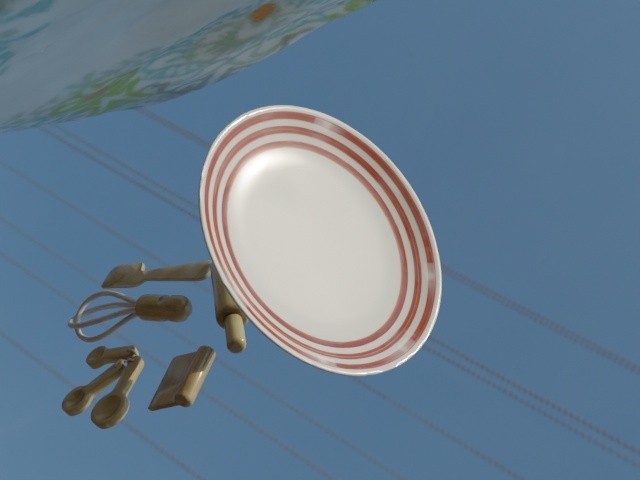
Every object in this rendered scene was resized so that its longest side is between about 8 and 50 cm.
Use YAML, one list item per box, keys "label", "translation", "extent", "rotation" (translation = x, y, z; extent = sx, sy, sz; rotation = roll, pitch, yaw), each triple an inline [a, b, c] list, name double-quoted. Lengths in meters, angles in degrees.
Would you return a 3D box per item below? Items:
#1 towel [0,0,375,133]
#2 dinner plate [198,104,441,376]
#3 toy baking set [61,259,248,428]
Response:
- label: "towel"
  translation: [-0.023, -0.122, 0.400]
  extent: [0.374, 0.320, 0.090]
  rotation: [-22, -90, 23]
- label: "dinner plate"
  translation: [0.000, 0.000, 0.564]
  extent: [0.017, 0.141, 0.141]
  rotation: [-36, -106, 44]
- label: "toy baking set"
  translation: [-0.155, 0.071, 1.085]
  extent: [0.196, 0.256, 0.030]
  rotation: [-25, -56, 12]
